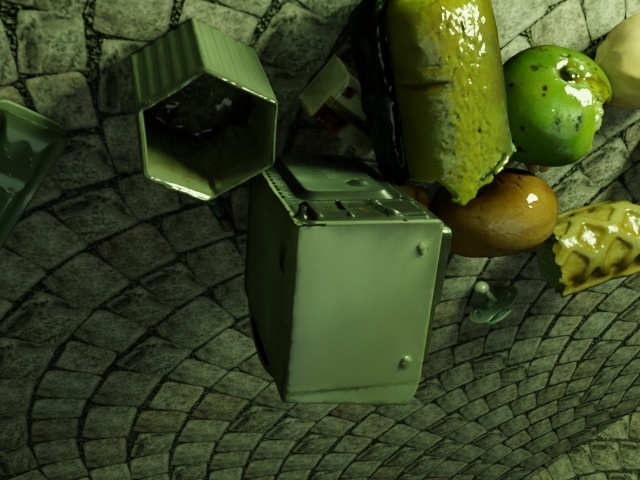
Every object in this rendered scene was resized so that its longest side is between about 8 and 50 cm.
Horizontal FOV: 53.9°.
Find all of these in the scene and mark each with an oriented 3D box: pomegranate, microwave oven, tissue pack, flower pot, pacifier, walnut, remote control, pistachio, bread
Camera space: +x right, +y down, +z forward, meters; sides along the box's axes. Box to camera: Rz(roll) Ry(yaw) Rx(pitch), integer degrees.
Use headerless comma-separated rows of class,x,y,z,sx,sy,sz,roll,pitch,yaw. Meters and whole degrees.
pomegranate,0.428,-0.235,1.225,0.235,0.236,0.302,-22,156,-1
microwave oven,0.022,0.045,1.064,0.247,0.394,0.333,0,111,-16
tissue pack,0.055,-0.243,1.146,0.148,0.099,0.106,27,117,-38
flower pot,-0.191,-0.211,1.017,0.239,0.190,0.209,-28,136,8
pacifier,0.454,0.161,1.692,0.150,0.127,0.117,-34,111,20
walnut,0.370,-0.062,1.377,0.297,0.203,0.203,-8,134,-6
remote control,-0.563,-0.084,1.077,0.128,0.066,0.335,25,118,-34
pistachio,0.663,-0.345,1.230,0.299,0.188,0.188,-6,134,-21
bread,0.669,0.016,1.566,0.251,0.238,0.196,-19,99,4
bread,0.196,-0.256,1.049,0.251,0.208,0.377,-33,120,-30

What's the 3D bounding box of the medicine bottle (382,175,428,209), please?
medicine bottle,0.126,-0.088,1.323,0.191,0.096,0.096,11,127,-29

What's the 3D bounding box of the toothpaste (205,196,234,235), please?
toothpaste,-0.205,-0.058,1.276,0.037,0.021,0.140,-26,133,-3
